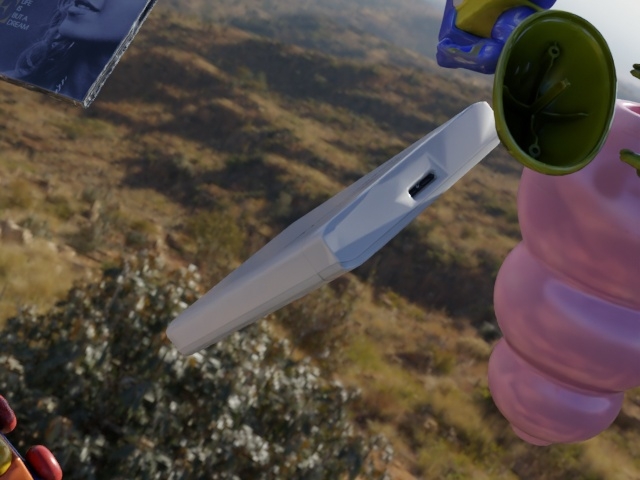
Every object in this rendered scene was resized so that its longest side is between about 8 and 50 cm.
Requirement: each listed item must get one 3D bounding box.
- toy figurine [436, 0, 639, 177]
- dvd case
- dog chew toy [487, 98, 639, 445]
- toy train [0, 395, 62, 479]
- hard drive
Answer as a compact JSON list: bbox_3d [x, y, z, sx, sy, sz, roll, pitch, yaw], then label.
[{"bbox_3d":[0.187,-0.191,0.795,0.191,0.362,0.217,16,-16,-23],"label":"toy figurine"},{"bbox_3d":[-0.240,-0.241,0.919,0.165,0.221,0.018,20,-21,20],"label":"dvd case"},{"bbox_3d":[0.255,0.043,0.871,0.207,0.331,0.206,16,21,-6],"label":"dog chew toy"},{"bbox_3d":[-0.287,0.192,0.816,0.105,0.143,0.248,-33,49,-29],"label":"toy train"},{"bbox_3d":[0.000,0.000,0.926,0.233,0.353,0.047,-40,95,-34],"label":"hard drive"}]
